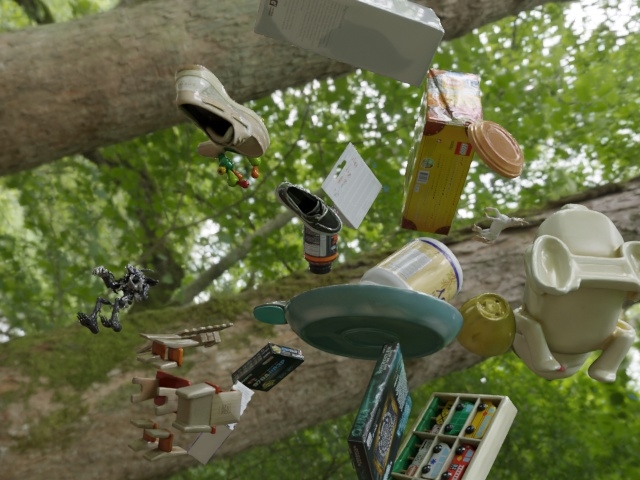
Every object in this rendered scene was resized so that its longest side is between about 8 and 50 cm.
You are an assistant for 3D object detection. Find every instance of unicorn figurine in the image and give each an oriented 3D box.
[{"bbox_3d":[0.534,-0.048,1.703,0.111,0.060,0.162,26,-41,-4],"label":"unicorn figurine"}]

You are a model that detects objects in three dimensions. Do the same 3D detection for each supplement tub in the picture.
[{"bbox_3d":[0.000,0.000,1.673,0.106,0.106,0.197,43,-41,53],"label":"supplement tub"},{"bbox_3d":[0.279,0.159,1.848,0.241,0.331,0.240,34,-39,33],"label":"supplement tub"}]

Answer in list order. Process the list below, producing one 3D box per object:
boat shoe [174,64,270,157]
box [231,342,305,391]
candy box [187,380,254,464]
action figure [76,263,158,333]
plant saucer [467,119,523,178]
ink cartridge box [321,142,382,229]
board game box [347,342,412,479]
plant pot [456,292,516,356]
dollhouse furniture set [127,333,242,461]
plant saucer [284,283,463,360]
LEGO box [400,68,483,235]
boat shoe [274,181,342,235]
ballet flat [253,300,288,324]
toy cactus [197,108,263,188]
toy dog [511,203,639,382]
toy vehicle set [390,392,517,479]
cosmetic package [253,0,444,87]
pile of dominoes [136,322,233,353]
[{"bbox_3d":[-0.206,-0.244,1.200,0.302,0.109,0.098,43,43,-59],"label":"boat shoe"},{"bbox_3d":[-0.193,0.471,2.084,0.175,0.220,0.051,27,29,-44],"label":"box"},{"bbox_3d":[-0.294,0.538,1.678,0.070,0.164,0.196,36,21,-1],"label":"candy box"},{"bbox_3d":[-0.595,0.146,1.682,0.275,0.164,0.140,-71,160,-50],"label":"action figure"},{"bbox_3d":[0.497,-0.262,1.575,0.037,0.200,0.199,-43,-114,42],"label":"plant saucer"},{"bbox_3d":[0.092,-0.177,1.841,0.066,0.189,0.232,11,-26,48],"label":"ink cartridge box"},{"bbox_3d":[0.087,0.251,0.786,0.026,0.186,0.126,-1,-61,24],"label":"board game box"},{"bbox_3d":[0.358,0.166,1.202,0.134,0.134,0.095,57,-18,33],"label":"plant pot"},{"bbox_3d":[-0.309,0.354,1.268,0.259,0.135,0.261,3,-93,46],"label":"dollhouse furniture set"},{"bbox_3d":[0.091,0.159,1.004,0.317,0.318,0.043,111,-13,-62],"label":"plant saucer"},{"bbox_3d":[0.449,-0.329,2.141,0.372,0.193,0.499,-77,175,-45],"label":"LEGO box"},{"bbox_3d":[-0.021,-0.077,1.476,0.219,0.077,0.070,32,-10,-28],"label":"boat shoe"},{"bbox_3d":[-0.091,0.208,1.657,0.068,0.214,0.072,-56,141,-62],"label":"ballet flat"},{"bbox_3d":[-0.229,-0.231,1.406,0.112,0.181,0.218,26,66,-64],"label":"toy cactus"},{"bbox_3d":[0.557,0.152,1.326,0.395,0.285,0.407,-96,-175,-50],"label":"toy dog"},{"bbox_3d":[0.189,0.358,0.903,0.035,0.267,0.166,52,-35,-14],"label":"toy vehicle set"},{"bbox_3d":[0.072,-0.577,1.477,0.230,0.454,0.161,-86,-166,-55],"label":"cosmetic package"},{"bbox_3d":[-0.409,0.316,1.749,0.196,0.251,0.040,-28,-106,28],"label":"pile of dominoes"}]
